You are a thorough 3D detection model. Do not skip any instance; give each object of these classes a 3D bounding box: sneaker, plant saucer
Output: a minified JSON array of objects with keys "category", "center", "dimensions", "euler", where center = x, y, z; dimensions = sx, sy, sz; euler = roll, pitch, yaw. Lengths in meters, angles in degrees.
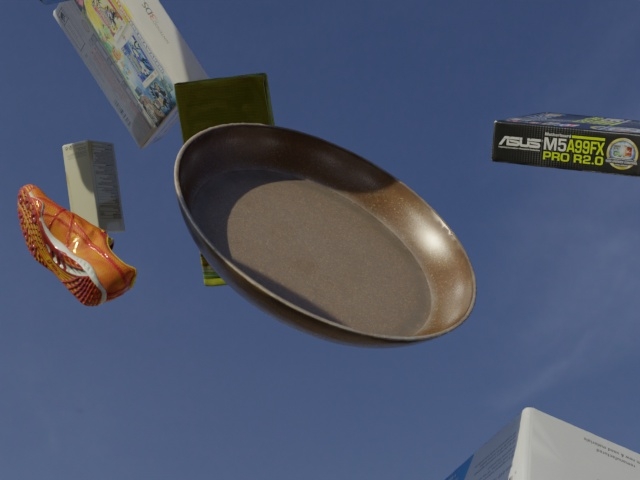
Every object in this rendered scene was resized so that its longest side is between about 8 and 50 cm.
[{"category":"sneaker","center":[-0.257,0.004,1.329],"dimensions":[0.067,0.175,0.064],"euler":[-22,-33,-40]},{"category":"plant saucer","center":[0.000,0.000,1.204],"dimensions":[0.310,0.311,0.050],"euler":[19,-59,-19]}]

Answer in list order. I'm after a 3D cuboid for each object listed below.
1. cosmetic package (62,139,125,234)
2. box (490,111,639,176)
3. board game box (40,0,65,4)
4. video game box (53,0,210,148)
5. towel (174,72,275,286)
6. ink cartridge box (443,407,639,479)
[{"category":"cosmetic package","center":[-0.281,-0.064,1.585],"dimensions":[0.041,0.115,0.060],"euler":[-10,-6,26]},{"category":"box","center":[0.390,-0.143,1.852],"dimensions":[0.216,0.270,0.060],"euler":[8,-79,25]},{"category":"board game box","center":[-0.164,-0.419,1.290],"dimensions":[0.308,0.302,0.086],"euler":[-11,-15,1]},{"category":"video game box","center":[-0.228,-0.230,1.513],"dimensions":[0.205,0.048,0.187],"euler":[57,-26,0]},{"category":"towel","center":[-0.092,-0.061,1.384],"dimensions":[0.102,0.021,0.237],"euler":[-8,-67,-2]},{"category":"ink cartridge box","center":[0.215,0.342,1.182],"dimensions":[0.197,0.270,0.198],"euler":[24,-44,-13]}]
